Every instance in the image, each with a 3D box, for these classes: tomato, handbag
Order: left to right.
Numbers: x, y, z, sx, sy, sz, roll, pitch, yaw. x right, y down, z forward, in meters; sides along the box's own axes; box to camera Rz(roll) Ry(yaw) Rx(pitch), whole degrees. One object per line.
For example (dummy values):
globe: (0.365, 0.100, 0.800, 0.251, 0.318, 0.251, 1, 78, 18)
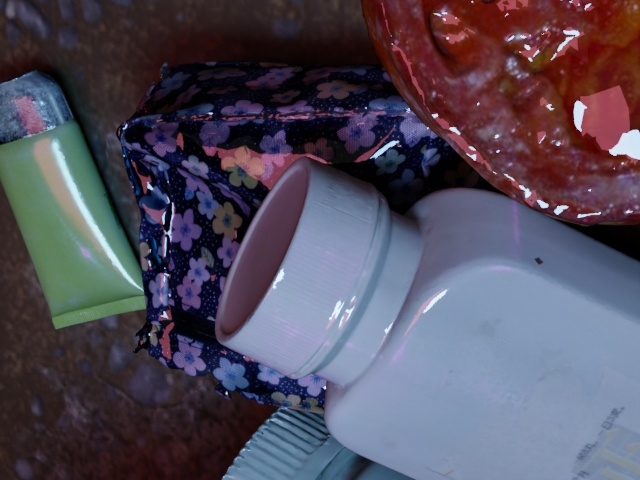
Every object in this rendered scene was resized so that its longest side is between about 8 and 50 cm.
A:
handbag: (0.000, 0.000, 0.946, 0.229, 0.127, 0.207, 0, 116, 15)
tomato: (0.131, -0.115, 0.818, 0.200, 0.139, 0.233, -42, 88, -2)

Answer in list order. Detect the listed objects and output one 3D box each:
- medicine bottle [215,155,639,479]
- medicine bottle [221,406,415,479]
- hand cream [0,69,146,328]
medicine bottle: (0.098, 0.065, 0.848, 0.296, 0.111, 0.161, 23, 127, -15)
medicine bottle: (0.092, 0.228, 0.951, 0.318, 0.158, 0.158, 26, 117, 20)
hand cream: (-0.176, -0.028, 1.089, 0.095, 0.046, 0.175, -14, 105, 31)
